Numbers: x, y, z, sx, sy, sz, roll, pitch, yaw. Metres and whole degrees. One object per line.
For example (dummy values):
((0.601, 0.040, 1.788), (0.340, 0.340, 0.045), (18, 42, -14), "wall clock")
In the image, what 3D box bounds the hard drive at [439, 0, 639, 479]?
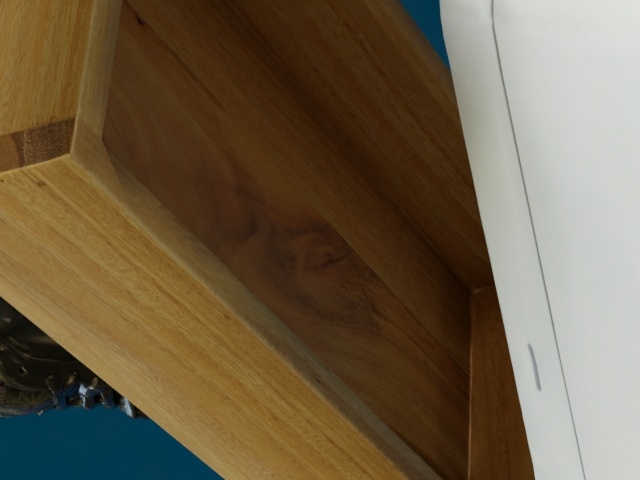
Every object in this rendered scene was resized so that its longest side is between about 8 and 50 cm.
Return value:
((0.140, 0.055, 0.399), (0.047, 0.353, 0.233), (-18, -74, -19), "hard drive")

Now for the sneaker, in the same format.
((-0.143, 0.069, 1.116), (0.283, 0.124, 0.107), (27, -39, 3), "sneaker")

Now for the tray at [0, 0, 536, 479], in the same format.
((0.000, 0.000, 0.752), (0.076, 0.202, 0.411), (-12, -36, 24), "tray")
